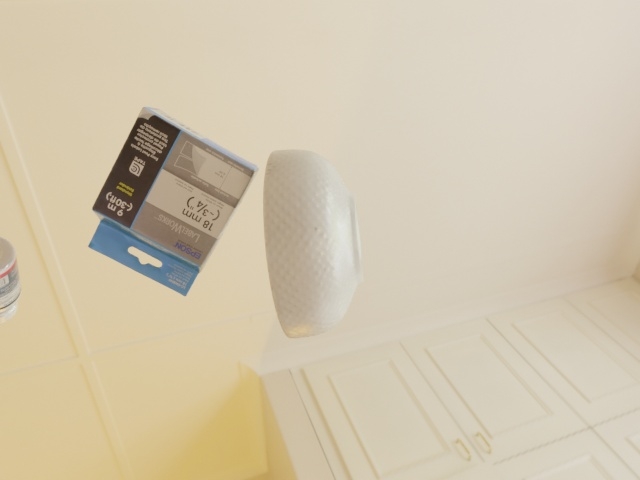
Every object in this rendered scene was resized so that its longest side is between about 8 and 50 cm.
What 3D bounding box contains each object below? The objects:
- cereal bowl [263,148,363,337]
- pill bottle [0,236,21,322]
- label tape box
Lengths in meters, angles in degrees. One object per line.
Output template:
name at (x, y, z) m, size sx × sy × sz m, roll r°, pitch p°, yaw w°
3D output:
cereal bowl at (0.000, 0.000, 0.898) m, size 0.141 × 0.339 × 0.338 m, roll -6°, pitch -53°, yaw 6°
pill bottle at (-0.661, 0.084, 0.997) m, size 0.108 × 0.108 × 0.180 m, roll 0°, pitch -43°, yaw -24°
label tape box at (-0.309, -0.060, 1.011) m, size 0.241 × 0.106 × 0.333 m, roll 29°, pitch -81°, yaw -9°
